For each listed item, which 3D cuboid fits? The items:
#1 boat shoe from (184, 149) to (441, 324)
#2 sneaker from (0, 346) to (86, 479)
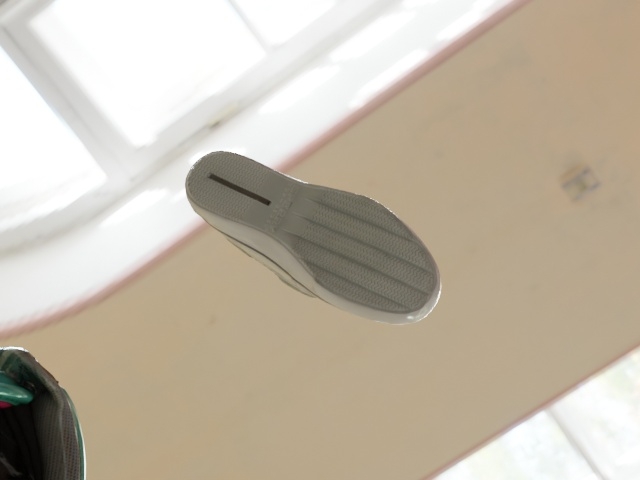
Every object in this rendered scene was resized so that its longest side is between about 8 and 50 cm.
[{"bbox_3d":[0.000,0.000,1.052,0.226,0.083,0.076,33,167,26],"label":"boat shoe"},{"bbox_3d":[-0.179,0.043,0.501,0.296,0.123,0.178,61,158,-3],"label":"sneaker"}]
